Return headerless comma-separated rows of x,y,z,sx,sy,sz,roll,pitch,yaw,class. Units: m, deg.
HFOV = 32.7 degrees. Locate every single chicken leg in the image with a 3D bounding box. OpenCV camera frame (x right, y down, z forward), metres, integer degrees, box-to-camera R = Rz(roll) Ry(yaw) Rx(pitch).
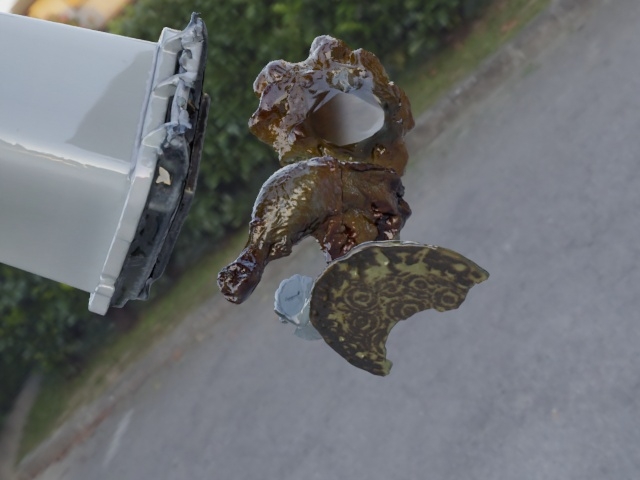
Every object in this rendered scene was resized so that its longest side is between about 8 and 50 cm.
-0.002,-0.013,1.320,0.083,0.177,0.323,0,-1,43,chicken leg

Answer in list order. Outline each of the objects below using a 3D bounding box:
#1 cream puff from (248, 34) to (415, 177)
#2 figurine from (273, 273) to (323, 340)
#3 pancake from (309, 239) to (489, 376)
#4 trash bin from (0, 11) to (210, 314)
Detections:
0.030,-0.190,1.683,0.241,0.269,0.155,-44,1,-17,cream puff
-0.016,0.098,1.507,0.094,0.086,0.082,-26,61,26,figurine
0.080,0.065,1.075,0.191,0.184,0.020,-12,39,20,pancake
-0.310,-0.117,1.123,0.296,0.368,0.255,122,159,-49,trash bin
